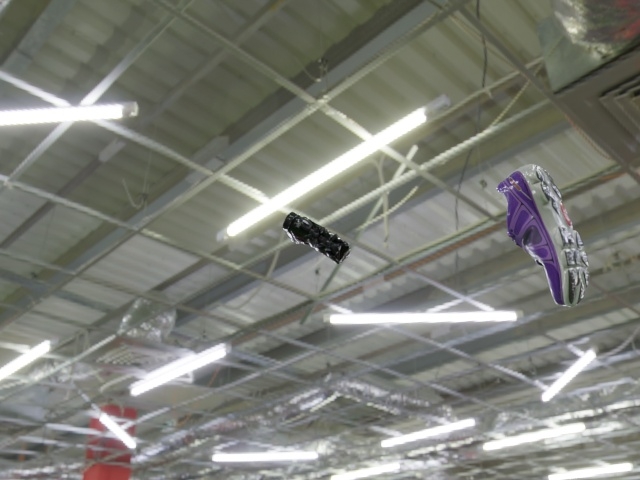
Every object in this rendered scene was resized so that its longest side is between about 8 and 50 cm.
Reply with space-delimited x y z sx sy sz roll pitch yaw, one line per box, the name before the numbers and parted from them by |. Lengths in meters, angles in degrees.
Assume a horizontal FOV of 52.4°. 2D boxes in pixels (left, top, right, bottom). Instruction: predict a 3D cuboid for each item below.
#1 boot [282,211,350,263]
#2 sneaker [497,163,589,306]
boot | 0.000 0.000 0.996 0.099 0.045 0.121 30 -3 16
sneaker | 0.255 -0.002 0.751 0.071 0.170 0.068 -29 -22 38
